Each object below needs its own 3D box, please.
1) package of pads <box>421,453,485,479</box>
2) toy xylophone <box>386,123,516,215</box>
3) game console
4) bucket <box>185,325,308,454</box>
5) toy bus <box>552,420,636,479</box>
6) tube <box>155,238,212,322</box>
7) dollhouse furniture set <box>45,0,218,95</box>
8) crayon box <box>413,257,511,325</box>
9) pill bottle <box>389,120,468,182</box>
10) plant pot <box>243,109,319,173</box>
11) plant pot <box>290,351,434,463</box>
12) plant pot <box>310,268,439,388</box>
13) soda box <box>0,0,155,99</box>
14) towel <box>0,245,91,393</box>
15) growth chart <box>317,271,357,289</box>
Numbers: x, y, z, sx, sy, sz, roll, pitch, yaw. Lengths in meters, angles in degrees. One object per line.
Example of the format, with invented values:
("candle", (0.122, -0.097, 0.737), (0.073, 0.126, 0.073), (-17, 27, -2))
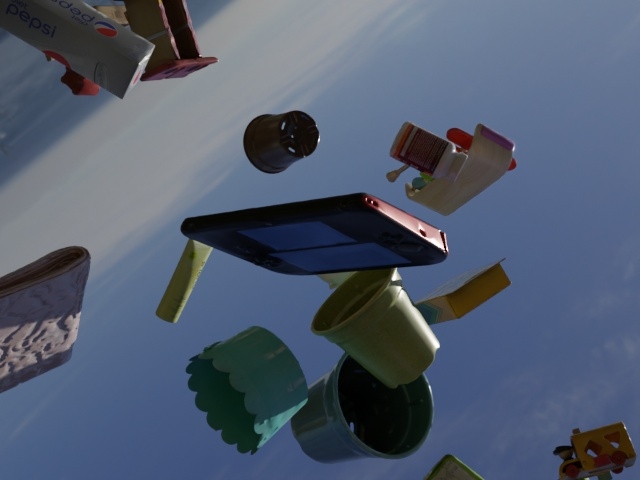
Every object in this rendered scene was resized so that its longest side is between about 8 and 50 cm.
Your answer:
("package of pads", (0.311, 0.536, 1.461), (0.101, 0.296, 0.229), (-44, 153, -17))
("toy xylophone", (0.316, -0.174, 1.993), (0.323, 0.236, 0.081), (-31, -140, 44))
("game console", (0.000, 0.000, 1.436), (0.387, 0.342, 0.060), (-7, -105, 32))
("bucket", (-0.176, 0.354, 1.964), (0.183, 0.281, 0.281), (-32, -170, -34))
("toy bus", (0.575, 0.459, 1.745), (0.191, 0.202, 0.104), (-47, -134, 44))
("tube", (-0.350, 0.096, 2.081), (0.240, 0.062, 0.070), (-64, -175, 6))
("dollhouse furniture set", (-0.442, -0.441, 1.836), (0.374, 0.201, 0.152), (-12, -173, 34))
("crayon box", (0.414, 0.157, 2.367), (0.203, 0.083, 0.323), (-30, 178, -19))
("pill bottle", (0.229, -0.184, 1.707), (0.086, 0.152, 0.086), (-61, 173, -13))
("plant pot", (-0.096, -0.272, 2.159), (0.167, 0.167, 0.165), (-47, -160, -26))
("plant pot", (0.098, 0.503, 2.376), (0.334, 0.341, 0.341), (-39, -169, 50))
("plant pot", (0.160, 0.229, 2.065), (0.276, 0.254, 0.276), (-39, -168, 10))
("soda box", (-0.477, -0.400, 1.569), (0.098, 0.286, 0.091), (-51, -167, 38))
("towel", (-0.519, 0.159, 1.255), (0.317, 0.053, 0.332), (-24, 158, -35))
("growth chart", (0.026, 0.043, 2.213), (0.172, 0.237, 0.021), (-39, -156, 25))
